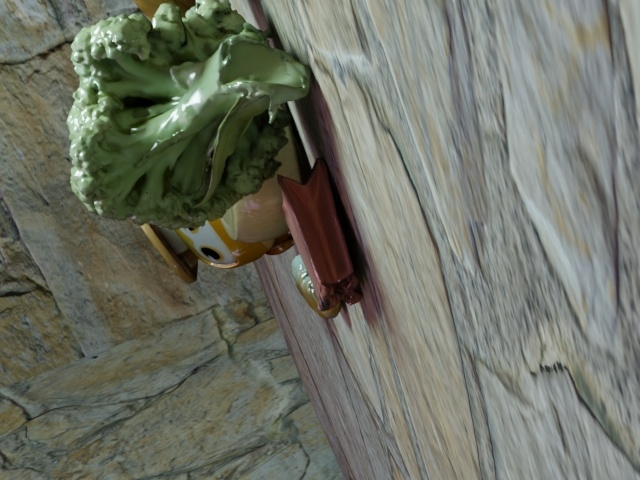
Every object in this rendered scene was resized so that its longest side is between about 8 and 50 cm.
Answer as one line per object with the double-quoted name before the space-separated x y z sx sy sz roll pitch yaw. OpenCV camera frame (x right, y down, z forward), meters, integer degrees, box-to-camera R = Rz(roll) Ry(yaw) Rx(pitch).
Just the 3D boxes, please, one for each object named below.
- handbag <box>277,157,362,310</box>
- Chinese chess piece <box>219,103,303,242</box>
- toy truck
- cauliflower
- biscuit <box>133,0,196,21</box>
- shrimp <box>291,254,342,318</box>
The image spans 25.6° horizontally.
"handbag" 0.000 0.000 1.687 0.212 0.059 0.157 88 162 -78
"Chinese chess piece" -0.102 -0.124 1.874 0.257 0.104 0.257 163 90 -80
"toy truck" -0.171 -0.069 2.204 0.204 0.211 0.288 54 -174 -30
"cauliflower" -0.151 -0.165 1.557 0.327 0.260 0.281 -61 -1 -40
"biscuit" -0.217 -0.420 1.717 0.351 0.057 0.312 61 -156 -16
"shrimp" -0.014 0.031 2.011 0.161 0.049 0.166 -121 13 -51
